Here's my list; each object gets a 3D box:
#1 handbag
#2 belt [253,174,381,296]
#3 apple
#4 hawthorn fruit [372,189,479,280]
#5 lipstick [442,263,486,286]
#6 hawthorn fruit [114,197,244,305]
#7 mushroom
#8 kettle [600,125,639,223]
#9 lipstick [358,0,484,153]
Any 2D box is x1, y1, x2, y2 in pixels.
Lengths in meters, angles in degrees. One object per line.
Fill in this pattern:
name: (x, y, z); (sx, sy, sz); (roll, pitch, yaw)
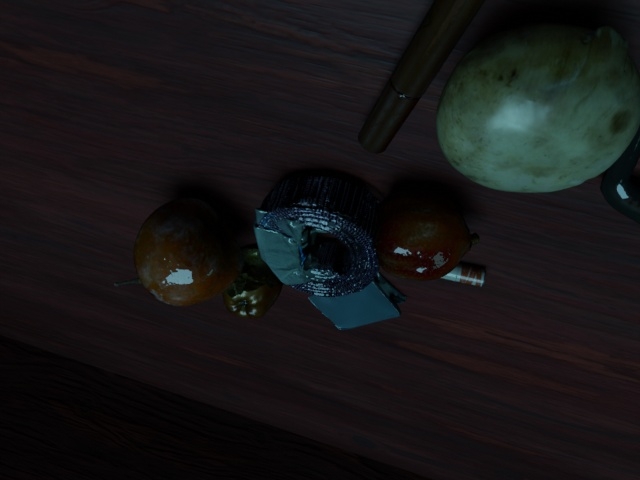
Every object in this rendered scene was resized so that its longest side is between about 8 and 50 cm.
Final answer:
handbag: (0.087, 0.148, 1.284); (0.221, 0.057, 0.144); (-20, 124, 44)
belt: (0.000, 0.000, 1.076); (0.261, 0.122, 0.324); (8, 146, 7)
apple: (-0.172, 0.111, 1.276); (0.156, 0.158, 0.147); (14, 147, 3)
hawthorn fruit: (0.187, -0.012, 0.926); (0.188, 0.168, 0.169); (-3, 140, 9)
lipstick: (0.275, 0.065, 1.085); (0.131, 0.038, 0.038); (13, 144, 13)
hawthorn fruit: (-0.292, 0.043, 1.153); (0.232, 0.262, 0.235); (6, -160, -36)
mushroom: (0.271, -0.164, 0.655); (0.255, 0.184, 0.254); (13, 141, 10)
kettle: (0.521, -0.078, 0.634); (0.262, 0.203, 0.308); (10, 147, 12)
lipstick: (0.142, -0.251, 0.717); (0.057, 0.057, 0.356); (25, 145, -5)
